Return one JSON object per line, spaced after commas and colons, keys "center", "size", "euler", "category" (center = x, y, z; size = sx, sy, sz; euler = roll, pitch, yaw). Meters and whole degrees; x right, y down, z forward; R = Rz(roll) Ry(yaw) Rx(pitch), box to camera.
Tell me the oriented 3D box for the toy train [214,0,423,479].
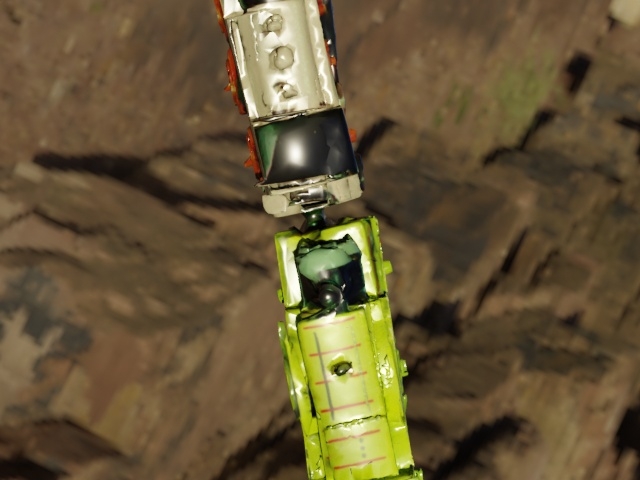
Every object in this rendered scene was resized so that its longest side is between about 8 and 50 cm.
{"center": [0.000, 0.000, 0.674], "size": [0.085, 0.053, 0.249], "euler": [-111, -169, -86], "category": "toy train"}
